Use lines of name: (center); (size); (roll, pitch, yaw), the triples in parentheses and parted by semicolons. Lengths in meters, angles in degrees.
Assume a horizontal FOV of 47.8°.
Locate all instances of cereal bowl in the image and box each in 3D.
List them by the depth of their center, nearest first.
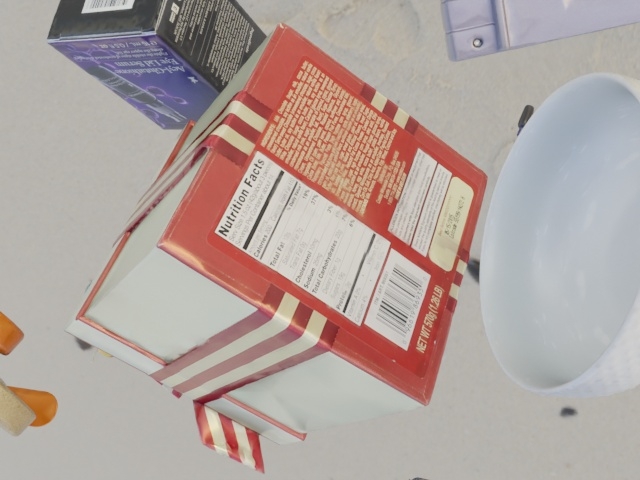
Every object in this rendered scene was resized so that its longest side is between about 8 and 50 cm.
cereal bowl: (0.307, 0.002, 0.771); (0.141, 0.339, 0.339); (10, 133, -12)

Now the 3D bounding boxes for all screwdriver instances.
screwdriver: (0.383, -0.192, 1.418); (0.024, 0.170, 0.025); (30, 167, -20)

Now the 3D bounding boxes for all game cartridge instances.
game cartridge: (0.312, -0.364, 0.864); (0.355, 0.068, 0.230); (-12, 108, 3)

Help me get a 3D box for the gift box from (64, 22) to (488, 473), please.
gift box: (-0.031, 0.033, 0.612); (0.276, 0.255, 0.258); (38, 145, -16)

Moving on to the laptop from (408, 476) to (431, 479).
laptop: (0.273, 0.576, 0.968); (0.408, 0.236, 0.382); (42, 124, 46)

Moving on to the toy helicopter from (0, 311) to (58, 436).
toy helicopter: (-0.470, 0.137, 0.877); (0.355, 0.140, 0.235); (21, 152, 29)

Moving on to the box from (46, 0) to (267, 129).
box: (-0.163, -0.214, 0.803); (0.153, 0.108, 0.207); (4, 162, 29)

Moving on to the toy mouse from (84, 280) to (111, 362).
toy mouse: (-0.296, 0.093, 1.024); (0.031, 0.161, 0.143); (-11, 85, 19)
